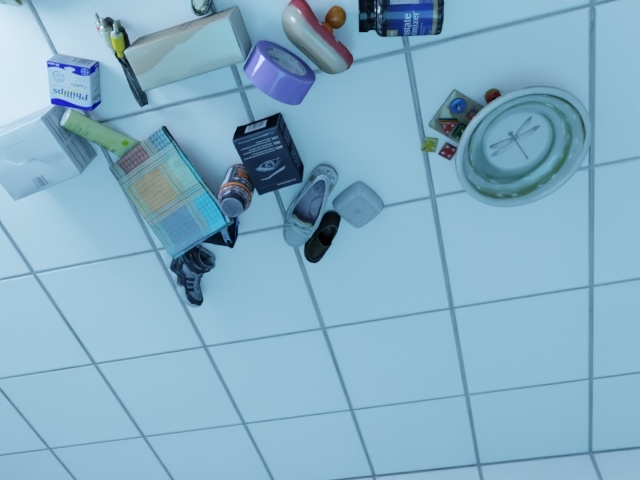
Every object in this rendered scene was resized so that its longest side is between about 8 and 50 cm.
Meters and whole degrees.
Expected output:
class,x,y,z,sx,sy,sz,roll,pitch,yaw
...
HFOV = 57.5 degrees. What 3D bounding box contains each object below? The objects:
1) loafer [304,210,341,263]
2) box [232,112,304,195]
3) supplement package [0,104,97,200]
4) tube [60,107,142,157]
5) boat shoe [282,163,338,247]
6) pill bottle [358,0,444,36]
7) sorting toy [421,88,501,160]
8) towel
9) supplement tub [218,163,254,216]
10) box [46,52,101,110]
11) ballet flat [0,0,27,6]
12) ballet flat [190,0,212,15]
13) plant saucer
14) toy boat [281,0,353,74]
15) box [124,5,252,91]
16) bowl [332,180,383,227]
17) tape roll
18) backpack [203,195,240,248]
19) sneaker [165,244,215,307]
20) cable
class,x,y,z,sx,sy,sz,roll,pitch,yaw
loafer,0.000,0.000,2.003,0.080,0.078,0.220,19,124,-10
box,-0.157,-0.265,1.808,0.153,0.108,0.207,-15,123,13
supplement package,-0.882,-0.277,1.819,0.262,0.145,0.204,-18,122,15
tube,-0.677,-0.326,1.810,0.240,0.062,0.070,28,165,-39
boat shoe,-0.044,-0.099,1.910,0.118,0.103,0.320,31,121,-3
pill bottle,0.210,-0.603,1.543,0.219,0.123,0.123,-1,125,4
sorting toy,0.412,-0.353,1.753,0.132,0.046,0.274,26,123,-14
towel,-0.482,-0.143,1.864,0.271,0.040,0.370,-30,101,24
supplement tub,-0.263,-0.154,1.838,0.106,0.198,0.106,1,126,2
box,-0.725,-0.466,1.722,0.126,0.072,0.137,10,125,-3
ballet flat,-0.793,-0.690,1.551,0.349,0.123,0.123,-16,123,14
ballet flat,-0.303,-0.685,1.550,0.070,0.070,0.188,15,124,-7
plant saucer,0.590,-0.286,1.739,0.400,0.100,0.400,-3,129,-4
toy boat,0.010,-0.572,1.585,0.231,0.151,0.151,38,88,-22
box,-0.359,-0.530,1.614,0.311,0.148,0.121,-14,123,11
bowl,0.126,-0.110,1.936,0.142,0.053,0.142,-39,115,24
tape roll,-0.112,-0.464,1.617,0.189,0.189,0.080,28,123,-16
backpack,-0.346,-0.077,1.945,0.158,0.117,0.173,8,122,-2
sneaker,-0.443,0.128,2.102,0.153,0.101,0.268,-9,121,13
cable,-0.576,-0.514,1.666,0.139,0.072,0.287,38,147,30
